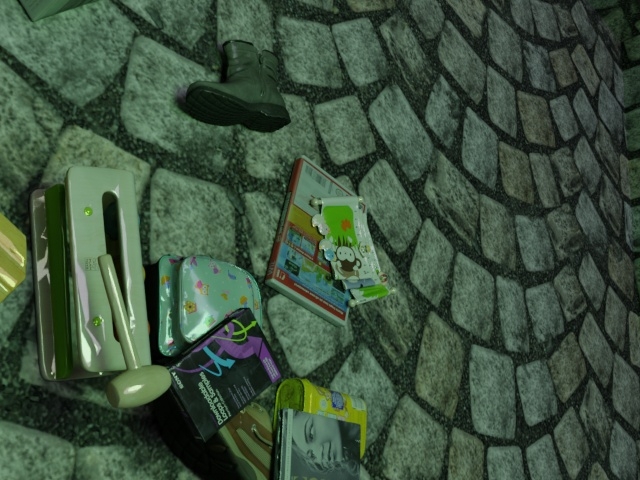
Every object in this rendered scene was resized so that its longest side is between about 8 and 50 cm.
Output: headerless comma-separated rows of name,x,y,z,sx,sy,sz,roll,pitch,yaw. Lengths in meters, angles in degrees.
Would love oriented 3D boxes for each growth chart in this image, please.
growth chart,0.064,0.018,1.423,0.172,0.021,0.237,-19,90,-47

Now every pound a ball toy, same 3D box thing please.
pound a ball toy,-0.273,0.062,0.949,0.135,0.208,0.319,2,75,-46

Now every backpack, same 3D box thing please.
backpack,-0.175,0.107,1.088,0.188,0.144,0.166,14,64,-46

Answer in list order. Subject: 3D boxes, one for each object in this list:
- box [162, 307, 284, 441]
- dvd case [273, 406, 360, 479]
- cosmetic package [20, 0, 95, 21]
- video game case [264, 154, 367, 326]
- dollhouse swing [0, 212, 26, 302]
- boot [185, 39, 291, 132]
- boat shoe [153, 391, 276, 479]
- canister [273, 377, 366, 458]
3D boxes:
box,-0.135,0.184,0.990,0.162,0.029,0.116,-37,106,-36
dvd case,0.000,0.367,1.146,0.221,0.018,0.165,28,57,-48
cosmetic package,-0.384,-0.453,1.045,0.184,0.151,0.151,59,43,-14
video game case,0.000,0.000,1.394,0.204,0.025,0.285,35,54,-35
dollhouse swing,-0.477,-0.041,0.726,0.305,0.315,0.347,39,48,-5
boot,-0.160,-0.294,1.298,0.246,0.083,0.161,4,67,-52
boat shoe,-0.135,0.307,1.093,0.324,0.122,0.120,62,37,-23
canister,0.003,0.322,1.255,0.170,0.073,0.126,26,60,-40
